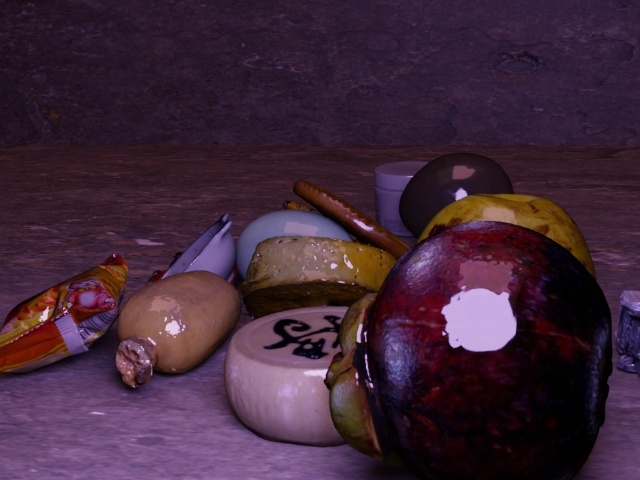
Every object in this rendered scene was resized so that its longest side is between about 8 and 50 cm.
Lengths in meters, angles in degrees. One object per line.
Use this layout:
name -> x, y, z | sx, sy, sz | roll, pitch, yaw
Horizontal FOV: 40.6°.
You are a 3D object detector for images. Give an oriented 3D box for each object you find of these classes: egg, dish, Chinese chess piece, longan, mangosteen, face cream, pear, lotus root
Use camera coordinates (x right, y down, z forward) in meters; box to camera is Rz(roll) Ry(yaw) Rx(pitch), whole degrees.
egg -> -0.047, 0.028, 1.563 | 0.231, 0.167, 0.168 | 2, 15, 21
dish -> -0.207, 0.057, 1.535 | 0.236, 0.086, 0.228 | -31, 20, 49
Chinese chess piece -> 0.002, 0.170, 1.138 | 0.258, 0.104, 0.257 | -2, 14, 1
longan -> 0.293, -0.081, 1.871 | 0.249, 0.248, 0.248 | -2, 14, 1
mangosteen -> 0.159, 0.121, 0.914 | 0.301, 0.300, 0.300 | -2, 14, 1
face cream -> 0.217, -0.099, 2.058 | 0.178, 0.152, 0.177 | -3, 16, 1
pear -> 0.248, 0.066, 1.189 | 0.284, 0.283, 0.283 | -2, 14, 1
lotus root -> -0.211, 0.118, 1.312 | 0.146, 0.130, 0.303 | 2, 15, 20

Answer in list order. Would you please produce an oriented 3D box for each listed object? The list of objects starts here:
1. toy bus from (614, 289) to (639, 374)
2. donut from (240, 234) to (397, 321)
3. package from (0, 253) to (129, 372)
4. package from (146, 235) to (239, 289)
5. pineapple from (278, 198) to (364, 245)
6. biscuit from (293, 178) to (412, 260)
toy bus -> 0.488, 0.157, 1.145 | 0.138, 0.097, 0.342 | 4, 13, -2
donut -> 0.004, 0.062, 1.295 | 0.272, 0.107, 0.272 | 2, -19, 1
package -> -0.402, 0.122, 1.338 | 0.223, 0.108, 0.288 | -26, 9, -3
package -> -0.236, 0.050, 1.717 | 0.194, 0.071, 0.269 | -14, 15, 14
pineapple -> 0.000, 0.000, 1.742 | 0.225, 0.076, 0.225 | 29, 12, -7
biscuit -> 0.083, -0.019, 1.621 | 0.318, 0.040, 0.318 | 34, 0, 0
